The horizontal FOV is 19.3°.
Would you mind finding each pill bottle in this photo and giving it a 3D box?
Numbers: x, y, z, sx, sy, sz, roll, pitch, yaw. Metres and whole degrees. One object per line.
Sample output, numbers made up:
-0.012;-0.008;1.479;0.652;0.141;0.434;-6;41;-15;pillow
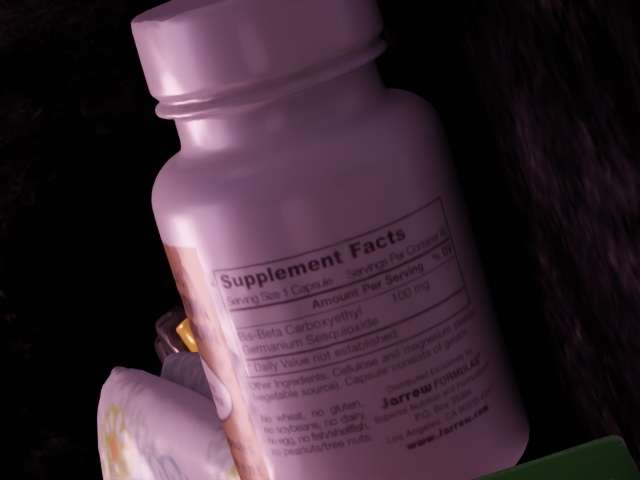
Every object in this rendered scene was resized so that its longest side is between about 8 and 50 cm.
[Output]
0.000;0.000;0.813;0.131;0.131;0.229;-129;21;-76;pill bottle

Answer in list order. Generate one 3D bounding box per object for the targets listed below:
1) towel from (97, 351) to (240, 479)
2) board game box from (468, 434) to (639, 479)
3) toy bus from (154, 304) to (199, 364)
0.007;0.246;1.029;0.374;0.090;0.320;18;123;55;towel
0.083;0.247;0.691;0.316;0.064;0.242;110;142;-58;board game box
-0.018;0.119;1.474;0.211;0.149;0.220;58;170;8;toy bus
